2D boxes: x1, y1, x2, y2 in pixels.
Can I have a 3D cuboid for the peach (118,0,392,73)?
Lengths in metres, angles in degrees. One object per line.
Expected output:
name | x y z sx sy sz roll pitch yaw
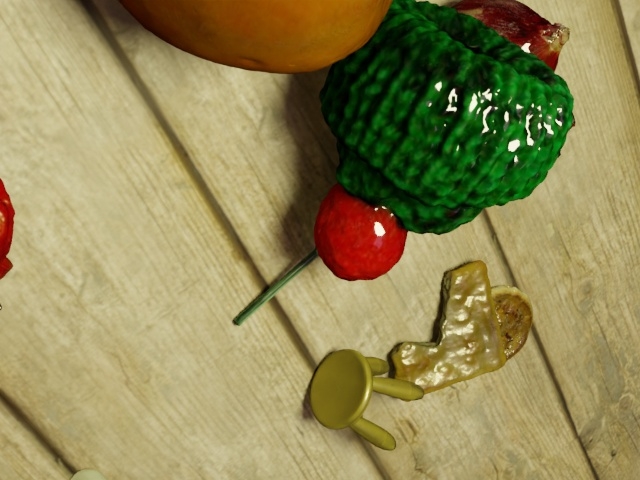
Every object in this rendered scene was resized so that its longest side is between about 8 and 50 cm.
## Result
peach | -0.059 -0.334 0.923 0.302 0.343 0.342 20 100 6

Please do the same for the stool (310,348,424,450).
stool | 0.060 0.215 1.345 0.134 0.135 0.110 -27 141 34

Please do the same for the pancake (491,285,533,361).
pancake | 0.265 0.140 1.498 0.158 0.028 0.158 -13 118 -25

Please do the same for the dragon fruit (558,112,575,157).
dragon fruit | 0.272 -0.138 1.338 0.192 0.122 0.092 -33 109 -15

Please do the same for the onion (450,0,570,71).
onion | 0.231 -0.235 1.219 0.159 0.195 0.159 1 88 -40

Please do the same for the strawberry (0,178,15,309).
strawberry | -0.419 -0.003 0.857 0.277 0.257 0.257 27 94 -49

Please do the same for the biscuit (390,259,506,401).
biscuit | 0.178 0.136 1.421 0.183 0.039 0.174 -21 107 -13

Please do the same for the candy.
candy | 0.000 0.000 1.255 0.305 0.083 0.091 -41 89 -1

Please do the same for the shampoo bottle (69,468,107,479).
shampoo bottle | -0.263 0.337 1.157 0.045 0.152 0.077 35 87 -36

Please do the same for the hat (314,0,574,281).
hat | 0.111 -0.090 1.121 0.242 0.274 0.332 -5 130 -43
